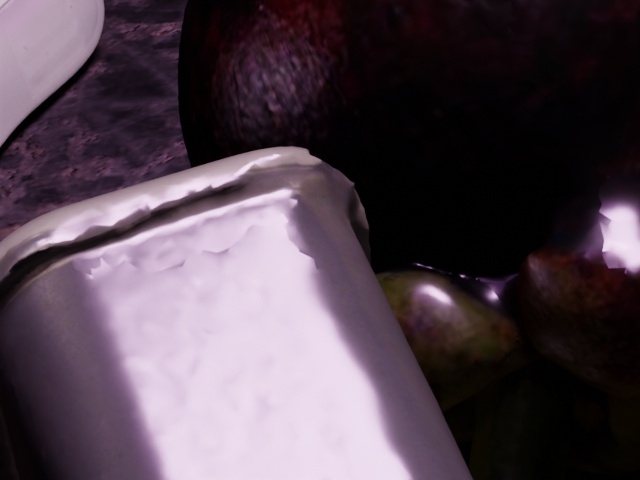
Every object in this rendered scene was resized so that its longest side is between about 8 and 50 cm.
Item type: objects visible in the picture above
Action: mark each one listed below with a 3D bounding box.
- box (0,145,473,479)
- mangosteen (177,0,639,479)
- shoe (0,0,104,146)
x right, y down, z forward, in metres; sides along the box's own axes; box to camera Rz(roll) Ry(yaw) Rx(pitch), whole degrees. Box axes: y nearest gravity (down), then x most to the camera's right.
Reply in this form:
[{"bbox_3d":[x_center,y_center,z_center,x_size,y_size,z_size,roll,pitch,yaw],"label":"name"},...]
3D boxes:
[{"bbox_3d":[-0.017,0.128,0.620,0.138,0.274,0.178,-19,49,-11],"label":"box"},{"bbox_3d":[0.090,-0.057,0.814,0.297,0.297,0.313,-12,32,-3],"label":"mangosteen"},{"bbox_3d":[-0.232,-0.086,1.114,0.110,0.095,0.265,7,33,32],"label":"shoe"}]
